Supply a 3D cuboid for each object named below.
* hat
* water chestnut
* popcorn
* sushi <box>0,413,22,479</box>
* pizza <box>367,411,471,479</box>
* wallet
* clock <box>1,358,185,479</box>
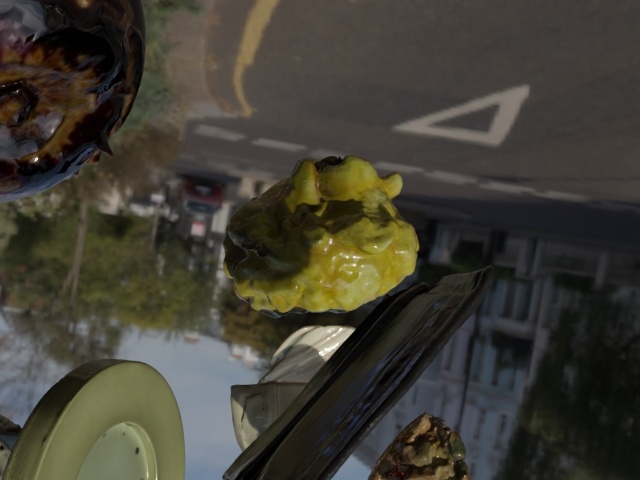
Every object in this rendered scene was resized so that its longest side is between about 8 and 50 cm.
[{"bbox_3d":[0.004,0.225,1.436,0.226,0.164,0.219,-25,157,19],"label":"hat"},{"bbox_3d":[-0.288,-0.188,0.862,0.300,0.300,0.300,9,179,0],"label":"water chestnut"},{"bbox_3d":[0.000,0.000,1.464,0.286,0.252,0.215,1,145,26],"label":"popcorn"},{"bbox_3d":[-0.392,0.197,1.000,0.273,0.109,0.134,-30,141,19],"label":"sushi"},{"bbox_3d":[0.108,0.274,0.958,0.052,0.185,0.195,0,-149,-43],"label":"pizza"},{"bbox_3d":[0.023,0.120,0.851,0.041,0.247,0.323,46,166,-4],"label":"wallet"},{"bbox_3d":[-0.177,0.211,0.831,0.029,0.235,0.235,4,177,21],"label":"clock"}]
